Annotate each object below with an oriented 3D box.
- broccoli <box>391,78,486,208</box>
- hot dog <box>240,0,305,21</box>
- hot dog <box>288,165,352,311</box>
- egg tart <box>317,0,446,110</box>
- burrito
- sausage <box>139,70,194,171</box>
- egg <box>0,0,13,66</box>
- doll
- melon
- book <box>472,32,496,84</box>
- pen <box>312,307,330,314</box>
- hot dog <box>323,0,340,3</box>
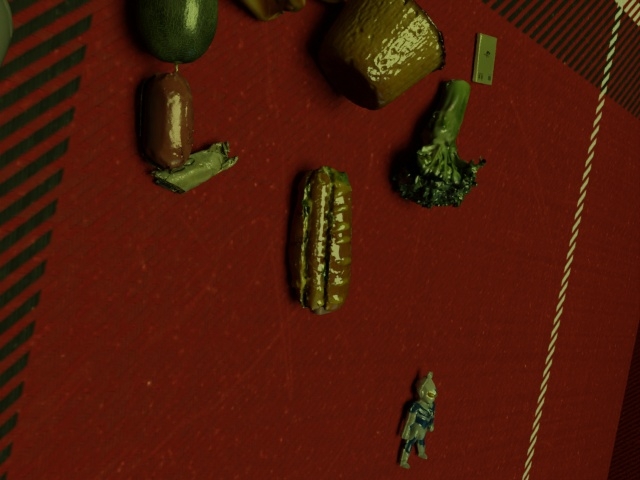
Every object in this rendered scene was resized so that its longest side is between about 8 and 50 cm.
[{"bbox_3d":[0.261,-0.213,1.497,0.165,0.145,0.304,20,70,-10],"label":"broccoli"},{"bbox_3d":[-0.094,-0.402,1.036,0.249,0.100,0.068,29,47,-71],"label":"hot dog"},{"bbox_3d":[0.000,0.000,1.270,0.072,0.115,0.269,-51,141,-75],"label":"hot dog"},{"bbox_3d":[0.101,-0.335,1.238,0.171,0.215,0.215,-49,132,-9],"label":"egg tart"},{"bbox_3d":[-0.190,-0.109,1.077,0.149,0.041,0.055,-34,121,-36],"label":"burrito"},{"bbox_3d":[-0.219,-0.170,1.007,0.076,0.076,0.141,-8,104,-46],"label":"sausage"},{"bbox_3d":[-0.427,-0.200,0.695,0.232,0.176,0.176,-44,128,-30],"label":"egg"},{"bbox_3d":[0.234,0.417,1.654,0.114,0.057,0.227,-3,103,-43],"label":"doll"},{"bbox_3d":[-0.197,-0.316,0.968,0.114,0.114,0.167,-8,102,-46],"label":"melon"},{"bbox_3d":[0.383,-0.424,1.651,0.077,0.014,0.111,-5,103,-49],"label":"book"},{"bbox_3d":[0.009,0.042,1.338,0.053,0.032,0.197,-6,106,-46],"label":"pen"},{"bbox_3d":[-0.031,-0.459,1.154,0.235,0.062,0.092,4,100,-47],"label":"hot dog"}]
